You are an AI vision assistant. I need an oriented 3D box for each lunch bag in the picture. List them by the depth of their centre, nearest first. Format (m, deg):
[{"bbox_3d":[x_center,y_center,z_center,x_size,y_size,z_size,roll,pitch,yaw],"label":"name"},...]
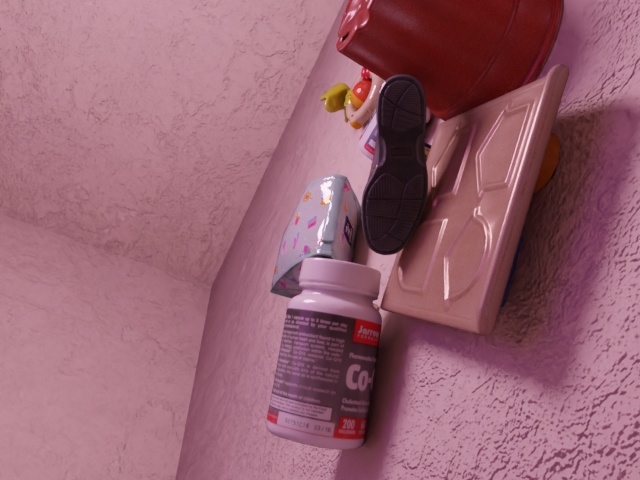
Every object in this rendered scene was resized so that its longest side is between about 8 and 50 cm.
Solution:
[{"bbox_3d":[0.000,0.000,1.279,0.262,0.160,0.224,125,161,-57],"label":"lunch bag"}]

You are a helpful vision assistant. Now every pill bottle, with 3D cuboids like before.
[{"bbox_3d":[0.014,0.180,0.921,0.161,0.161,0.283,160,122,-70],"label":"pill bottle"},{"bbox_3d":[0.162,-0.247,1.142,0.180,0.107,0.108,-60,18,30],"label":"pill bottle"}]

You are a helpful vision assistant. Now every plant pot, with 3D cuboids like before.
[{"bbox_3d":[0.183,-0.342,0.898,0.272,0.265,0.273,-159,90,-75],"label":"plant pot"}]

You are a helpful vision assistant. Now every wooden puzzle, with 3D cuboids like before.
[{"bbox_3d":[0.209,-0.036,0.775,0.348,0.080,0.322,168,122,-78],"label":"wooden puzzle"}]

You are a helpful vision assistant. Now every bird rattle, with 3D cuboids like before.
[{"bbox_3d":[0.130,-0.417,1.541,0.253,0.143,0.207,-43,39,31],"label":"bird rattle"}]

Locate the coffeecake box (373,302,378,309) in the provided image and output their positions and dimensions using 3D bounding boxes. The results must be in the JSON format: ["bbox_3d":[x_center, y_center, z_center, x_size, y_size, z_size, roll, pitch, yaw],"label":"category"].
[{"bbox_3d":[0.029,0.198,1.078,0.186,0.068,0.142,-71,16,-9],"label":"coffeecake box"}]

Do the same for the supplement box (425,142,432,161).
[{"bbox_3d":[0.179,-0.118,1.010,0.083,0.056,0.083,146,142,-64],"label":"supplement box"}]

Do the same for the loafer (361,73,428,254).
[{"bbox_3d":[0.120,-0.113,0.858,0.084,0.096,0.268,-54,-30,-74],"label":"loafer"}]
